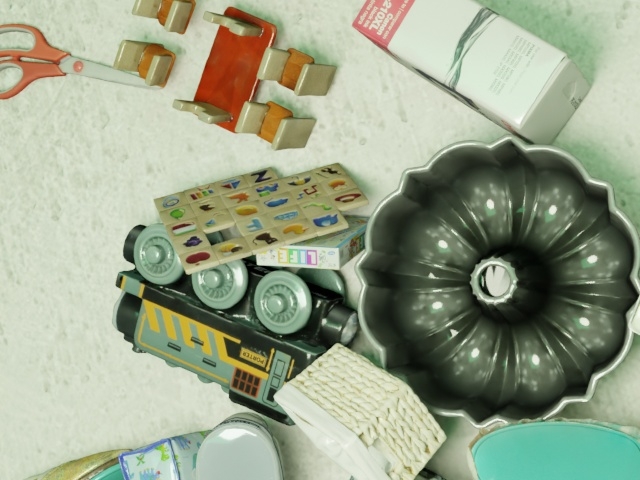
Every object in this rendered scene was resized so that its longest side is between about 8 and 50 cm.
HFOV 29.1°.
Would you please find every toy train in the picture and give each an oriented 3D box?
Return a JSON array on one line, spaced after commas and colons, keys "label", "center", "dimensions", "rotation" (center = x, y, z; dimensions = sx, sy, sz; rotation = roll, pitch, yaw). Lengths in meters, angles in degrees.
[{"label": "toy train", "center": [-0.115, 0.095, 1.537], "dimensions": [0.334, 0.142, 0.190], "rotation": [20, 102, 21]}]

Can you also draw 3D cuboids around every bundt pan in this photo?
[{"label": "bundt pan", "center": [0.214, 0.050, 1.419], "dimensions": [0.331, 0.124, 0.330], "rotation": [-2, 84, 21]}]

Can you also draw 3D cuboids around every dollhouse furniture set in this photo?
[{"label": "dollhouse furniture set", "center": [-0.095, -0.269, 1.583], "dimensions": [0.262, 0.135, 0.259], "rotation": [28, 106, 21]}]

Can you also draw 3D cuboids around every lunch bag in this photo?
[{"label": "lunch bag", "center": [-0.173, 0.322, 1.535], "dimensions": [0.096, 0.129, 0.151], "rotation": [-23, 79, 22]}]

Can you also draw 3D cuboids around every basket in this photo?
[{"label": "basket", "center": [0.046, 0.201, 1.396], "dimensions": [0.103, 0.113, 0.167], "rotation": [-45, 32, -13]}]

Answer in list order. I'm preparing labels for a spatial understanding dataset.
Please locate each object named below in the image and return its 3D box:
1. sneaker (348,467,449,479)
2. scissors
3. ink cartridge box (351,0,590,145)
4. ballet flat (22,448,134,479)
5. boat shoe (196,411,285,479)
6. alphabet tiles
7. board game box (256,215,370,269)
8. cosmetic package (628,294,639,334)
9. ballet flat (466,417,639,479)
[{"label": "sneaker", "center": [0.126, 0.329, 1.388], "dimensions": [0.283, 0.110, 0.122], "rotation": [18, 79, 55]}, {"label": "scissors", "center": [-0.350, -0.254, 1.712], "dimensions": [0.297, 0.021, 0.109], "rotation": [0, 83, 22]}, {"label": "ink cartridge box", "center": [0.178, -0.213, 1.430], "dimensions": [0.237, 0.172, 0.100], "rotation": [35, 97, 20]}, {"label": "ballet flat", "center": [-0.377, 0.381, 1.621], "dimensions": [0.123, 0.123, 0.348], "rotation": [41, 99, 19]}, {"label": "boat shoe", "center": [-0.089, 0.384, 1.488], "dimensions": [0.136, 0.156, 0.367], "rotation": [-5, 95, 5]}, {"label": "alphabet tiles", "center": [-0.070, -0.039, 1.496], "dimensions": [0.237, 0.198, 0.009], "rotation": [-16, 120, -11]}, {"label": "board game box", "center": [0.000, 0.000, 1.487], "dimensions": [0.103, 0.154, 0.026], "rotation": [3, 105, 21]}, {"label": "cosmetic package", "center": [0.416, 0.067, 1.248], "dimensions": [0.153, 0.296, 0.129], "rotation": [26, 93, 21]}, {"label": "ballet flat", "center": [0.359, 0.275, 1.305], "dimensions": [0.409, 0.147, 0.147], "rotation": [3, 86, 7]}]
